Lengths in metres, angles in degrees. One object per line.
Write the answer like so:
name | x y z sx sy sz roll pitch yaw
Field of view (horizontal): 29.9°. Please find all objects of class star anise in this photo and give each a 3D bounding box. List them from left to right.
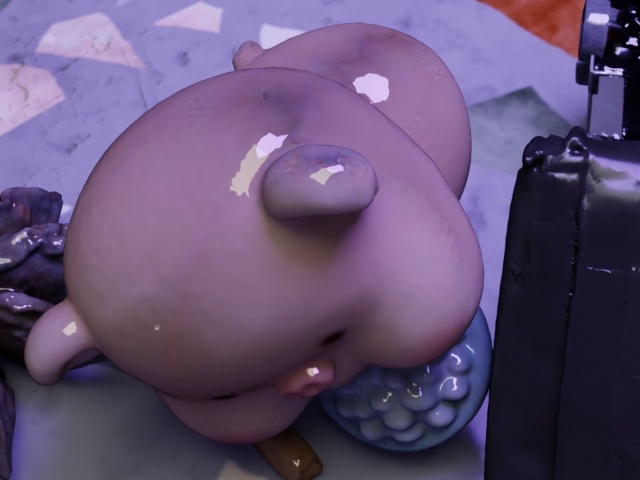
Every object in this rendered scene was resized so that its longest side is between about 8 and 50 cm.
star anise | -0.207 0.050 0.682 0.209 0.089 0.231 -40 49 -13

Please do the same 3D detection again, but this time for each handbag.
handbag | 0.190 0.077 0.556 0.223 0.080 0.247 5 98 10

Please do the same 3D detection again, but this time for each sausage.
sausage | -0.042 0.093 0.677 0.026 0.026 0.116 -36 60 -19

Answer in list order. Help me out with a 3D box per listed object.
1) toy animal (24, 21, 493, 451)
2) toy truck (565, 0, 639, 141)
toy animal | -0.012 -0.017 0.629 0.210 0.229 0.221 -34 46 34
toy truck | 0.189 -0.025 0.683 0.114 0.124 0.253 7 54 9
